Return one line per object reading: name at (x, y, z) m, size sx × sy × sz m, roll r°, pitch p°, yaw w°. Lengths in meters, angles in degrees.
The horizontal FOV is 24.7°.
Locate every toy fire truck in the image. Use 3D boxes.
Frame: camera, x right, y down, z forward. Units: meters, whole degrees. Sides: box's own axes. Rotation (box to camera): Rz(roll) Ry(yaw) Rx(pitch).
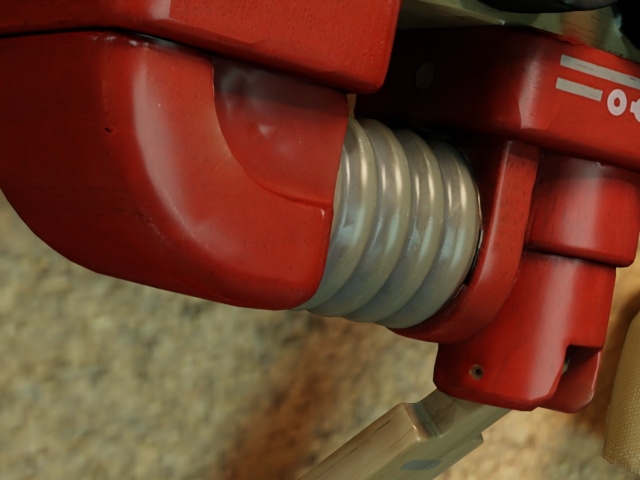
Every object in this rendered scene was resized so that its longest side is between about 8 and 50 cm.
toy fire truck at (0.000, 0.000, 0.418) m, size 0.217 × 0.158 × 0.246 m, roll 10°, pitch 89°, yaw -36°

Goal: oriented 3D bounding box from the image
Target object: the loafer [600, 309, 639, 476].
loafer at (0.197, 0.117, 0.603) m, size 0.268 × 0.102 × 0.092 m, roll 44°, pitch 80°, yaw -25°
